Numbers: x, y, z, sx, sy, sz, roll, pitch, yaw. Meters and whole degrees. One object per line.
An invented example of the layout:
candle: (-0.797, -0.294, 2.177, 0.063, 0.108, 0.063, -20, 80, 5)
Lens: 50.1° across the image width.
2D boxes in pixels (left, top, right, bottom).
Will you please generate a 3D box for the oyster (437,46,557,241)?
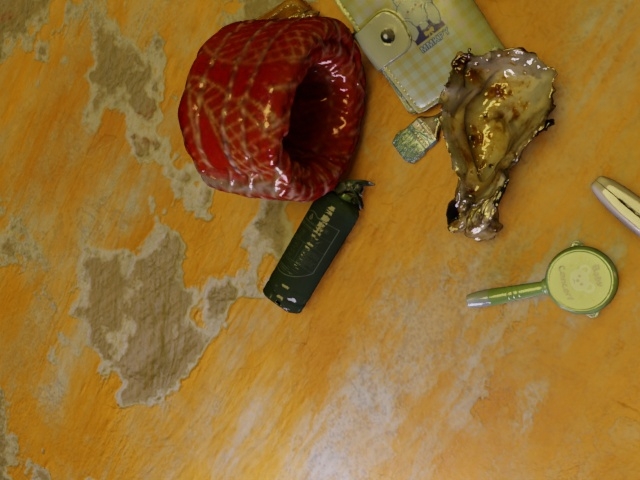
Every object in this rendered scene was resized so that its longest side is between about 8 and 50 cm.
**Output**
oyster: (0.302, -0.162, 1.192, 0.198, 0.133, 0.336, 9, 96, 25)

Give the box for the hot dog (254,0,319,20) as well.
hot dog: (-0.116, -0.414, 1.439, 0.270, 0.072, 0.109, -25, 77, 23)

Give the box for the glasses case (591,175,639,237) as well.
glasses case: (0.521, -0.035, 1.111, 0.193, 0.074, 0.049, 45, 106, 19)

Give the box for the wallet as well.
wallet: (0.168, -0.406, 1.245, 0.223, 0.077, 0.309, -32, 97, 23)

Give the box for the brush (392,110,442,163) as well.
brush: (0.223, -0.228, 1.296, 0.196, 0.021, 0.070, -40, 72, 19)

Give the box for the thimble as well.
thimble: (-0.078, -0.239, 1.274, 0.231, 0.350, 0.349, 12, 96, 30)

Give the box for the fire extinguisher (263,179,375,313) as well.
fire extinguisher: (0.000, 0.000, 1.362, 0.311, 0.095, 0.114, -60, 40, 13)

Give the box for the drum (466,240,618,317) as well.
drum: (0.390, 0.100, 1.191, 0.253, 0.049, 0.130, -31, 76, 24)
